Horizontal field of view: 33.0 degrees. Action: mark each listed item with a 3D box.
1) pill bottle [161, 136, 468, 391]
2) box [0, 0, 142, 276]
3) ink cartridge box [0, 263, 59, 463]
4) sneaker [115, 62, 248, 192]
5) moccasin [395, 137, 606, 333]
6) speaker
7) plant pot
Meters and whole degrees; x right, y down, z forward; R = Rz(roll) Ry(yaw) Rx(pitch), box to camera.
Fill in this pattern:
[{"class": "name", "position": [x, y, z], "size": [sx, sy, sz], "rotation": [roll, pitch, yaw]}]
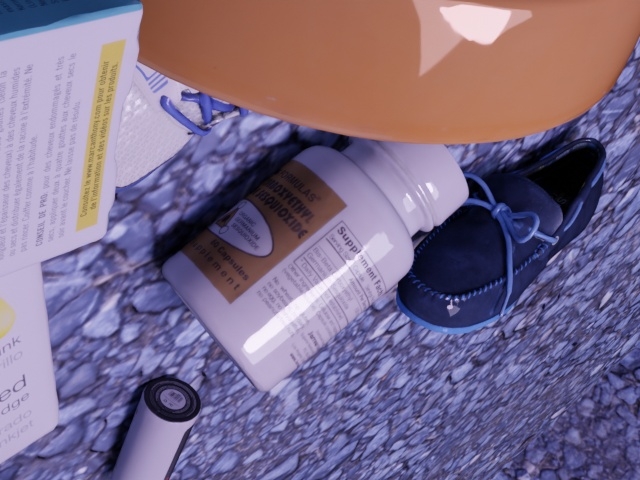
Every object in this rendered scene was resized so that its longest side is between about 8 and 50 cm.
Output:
[{"class": "pill bottle", "position": [0.000, 0.000, 0.861], "size": [0.229, 0.131, 0.131], "rotation": [-40, 154, -9]}, {"class": "box", "position": [-0.169, -0.015, 0.296], "size": [0.244, 0.060, 0.100], "rotation": [-24, 145, -40]}, {"class": "ink cartridge box", "position": [-0.270, -0.001, 0.422], "size": [0.279, 0.160, 0.384], "rotation": [-32, 151, -30]}, {"class": "sneaker", "position": [-0.037, -0.125, 0.623], "size": [0.296, 0.131, 0.112], "rotation": [-48, 156, 11]}, {"class": "moccasin", "position": [0.192, -0.026, 1.140], "size": [0.342, 0.138, 0.117], "rotation": [-39, 153, -45]}, {"class": "speaker", "position": [-0.157, 0.192, 1.009], "size": [0.055, 0.055, 0.136], "rotation": [-17, 143, -44]}, {"class": "plant pot", "position": [0.026, -0.204, 0.406], "size": [0.291, 0.291, 0.203], "rotation": [-23, 148, -38]}]
